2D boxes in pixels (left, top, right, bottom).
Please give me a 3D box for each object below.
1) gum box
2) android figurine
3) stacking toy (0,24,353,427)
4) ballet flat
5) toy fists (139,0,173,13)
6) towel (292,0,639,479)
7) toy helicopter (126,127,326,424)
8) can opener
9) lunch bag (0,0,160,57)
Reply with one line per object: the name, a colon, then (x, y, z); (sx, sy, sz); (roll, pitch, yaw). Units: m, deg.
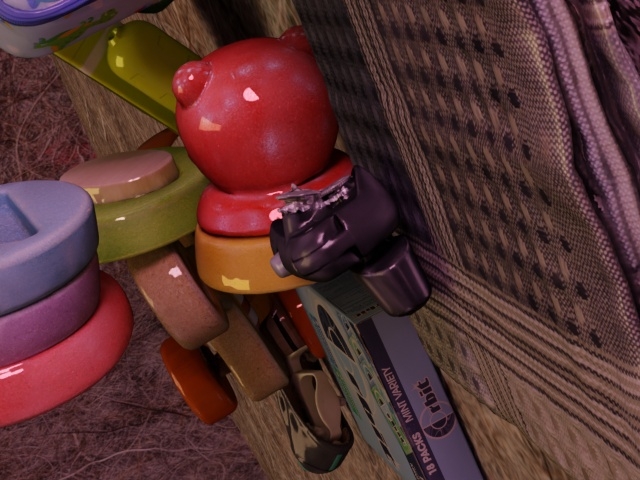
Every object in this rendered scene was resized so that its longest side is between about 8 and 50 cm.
gum box: (0.045, 0.097, 1.036); (0.157, 0.041, 0.184); (66, 171, -15)
android figurine: (-0.152, -0.138, 1.043); (0.273, 0.056, 0.248); (34, 179, -30)
stacking toy: (-0.148, -0.030, 0.856); (0.279, 0.309, 0.130); (20, 130, 54)
ballet flat: (-0.020, 0.128, 1.416); (0.074, 0.074, 0.203); (96, 152, -73)
toy fists: (-0.176, -0.290, 1.027); (0.142, 0.096, 0.279); (-121, 5, -67)
towel: (0.062, -0.048, 0.573); (0.324, 0.056, 0.312); (-139, 27, -72)
toy helicopter: (-0.098, 0.019, 1.099); (0.235, 0.140, 0.355); (59, -179, 2)
can opener: (0.000, 0.000, 0.690); (0.186, 0.059, 0.073); (-158, 45, -77)
lunch bag: (-0.157, -0.233, 0.833); (0.219, 0.176, 0.090); (60, 165, 5)
